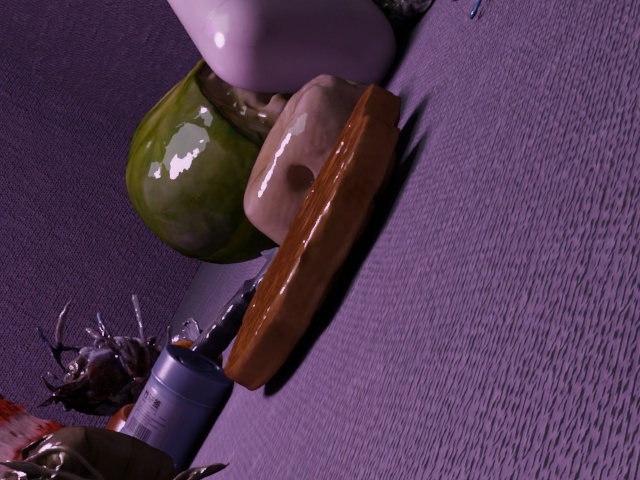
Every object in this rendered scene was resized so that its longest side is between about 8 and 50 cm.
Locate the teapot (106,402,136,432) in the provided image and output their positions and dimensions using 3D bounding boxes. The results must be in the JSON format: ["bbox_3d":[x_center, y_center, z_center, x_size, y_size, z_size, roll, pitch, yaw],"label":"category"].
[{"bbox_3d":[-0.250,0.295,1.975,0.116,0.116,0.173,-59,4,17],"label":"teapot"}]

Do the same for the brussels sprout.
[{"bbox_3d":[-0.132,-0.129,2.107,0.315,0.276,0.371,-50,18,38],"label":"brussels sprout"}]

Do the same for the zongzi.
[{"bbox_3d":[-0.211,0.227,1.428,0.500,0.218,0.467,-56,8,39],"label":"zongzi"}]

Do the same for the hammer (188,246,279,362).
[{"bbox_3d":[-0.116,0.103,1.918,0.226,0.041,0.159,-50,8,17],"label":"hammer"}]

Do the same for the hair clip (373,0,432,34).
[{"bbox_3d":[0.111,-0.372,2.098,0.138,0.091,0.321,-65,6,-14],"label":"hair clip"}]

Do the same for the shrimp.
[{"bbox_3d":[-0.291,0.188,2.162,0.221,0.166,0.410,-38,-25,24],"label":"shrimp"}]

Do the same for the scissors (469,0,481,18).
[{"bbox_3d":[0.179,-0.278,1.477,0.119,0.014,0.058,-64,3,-40],"label":"scissors"}]

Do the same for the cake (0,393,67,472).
[{"bbox_3d":[-0.434,0.401,2.015,0.269,0.319,0.270,-63,1,2],"label":"cake"}]

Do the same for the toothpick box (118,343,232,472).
[{"bbox_3d":[-0.194,0.224,1.846,0.153,0.101,0.101,-60,6,8],"label":"toothpick box"}]

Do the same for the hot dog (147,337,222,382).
[{"bbox_3d":[-0.206,0.223,2.050,0.076,0.102,0.249,63,141,30],"label":"hot dog"}]

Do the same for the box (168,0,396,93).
[{"bbox_3d":[-0.066,-0.336,2.061,0.349,0.288,0.141,58,138,45],"label":"box"}]

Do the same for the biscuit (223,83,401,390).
[{"bbox_3d":[0.000,0.000,1.488,0.351,0.057,0.312,-62,7,1],"label":"biscuit"}]

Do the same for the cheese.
[{"bbox_3d":[-0.004,-0.104,1.722,0.235,0.117,0.218,-68,10,-26],"label":"cheese"}]
